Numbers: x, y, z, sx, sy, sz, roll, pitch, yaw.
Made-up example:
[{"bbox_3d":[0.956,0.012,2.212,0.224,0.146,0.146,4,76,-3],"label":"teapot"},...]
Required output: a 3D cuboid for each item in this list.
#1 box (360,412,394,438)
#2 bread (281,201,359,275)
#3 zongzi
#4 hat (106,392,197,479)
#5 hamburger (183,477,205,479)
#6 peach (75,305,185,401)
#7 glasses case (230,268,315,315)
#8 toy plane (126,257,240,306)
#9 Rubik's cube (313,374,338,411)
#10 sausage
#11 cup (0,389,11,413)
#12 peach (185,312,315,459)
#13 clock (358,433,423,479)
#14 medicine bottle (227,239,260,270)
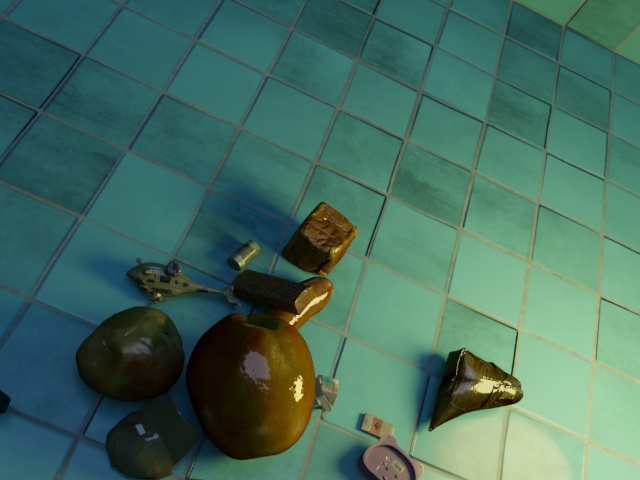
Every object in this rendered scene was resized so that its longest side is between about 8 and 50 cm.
[{"bbox_3d":[0.144,0.471,1.719,0.083,0.012,0.046,26,57,-6],"label":"box"},{"bbox_3d":[0.000,0.000,1.857,0.149,0.158,0.143,34,56,6],"label":"bread"},{"bbox_3d":[0.411,0.429,1.792,0.221,0.112,0.242,26,63,-5],"label":"zongzi"},{"bbox_3d":[-0.369,0.424,1.461,0.144,0.173,0.166,-30,73,-39],"label":"hat"},{"bbox_3d":[-0.270,0.585,1.433,0.162,0.115,0.162,8,58,-13],"label":"hamburger"},{"bbox_3d":[-0.430,0.255,1.529,0.235,0.214,0.214,-14,65,-3],"label":"peach"},{"bbox_3d":[-0.124,0.126,1.721,0.218,0.049,0.075,12,47,35],"label":"glasses case"},{"bbox_3d":[-0.341,0.113,1.706,0.286,0.092,0.108,10,80,-15],"label":"toy plane"},{"bbox_3d":[0.000,0.378,1.681,0.073,0.075,0.084,21,94,-8],"label":"Rubik's cube"},{"bbox_3d":[-0.069,0.186,1.756,0.109,0.109,0.270,43,56,7],"label":"sausage"},{"bbox_3d":[-0.731,0.307,1.398,0.176,0.155,0.131,16,57,-10],"label":"cup"},{"bbox_3d":[-0.154,0.331,1.527,0.307,0.308,0.332,-7,97,-24],"label":"peach"},{"bbox_3d":[0.171,0.553,1.658,0.152,0.050,0.110,43,56,7],"label":"clock"},{"bbox_3d":[-0.204,0.040,1.820,0.047,0.047,0.083,41,56,6],"label":"medicine bottle"}]
